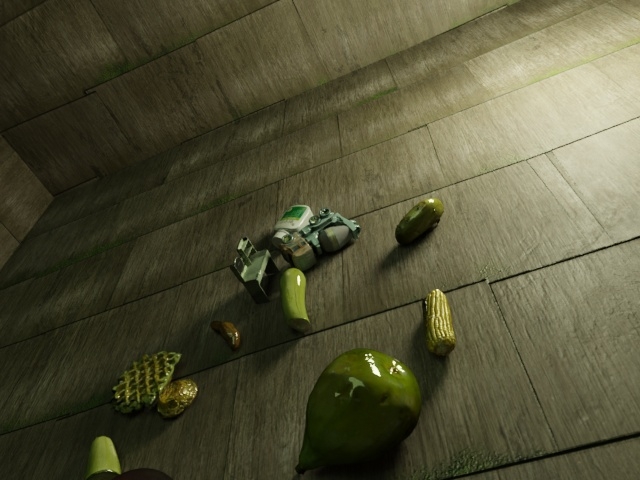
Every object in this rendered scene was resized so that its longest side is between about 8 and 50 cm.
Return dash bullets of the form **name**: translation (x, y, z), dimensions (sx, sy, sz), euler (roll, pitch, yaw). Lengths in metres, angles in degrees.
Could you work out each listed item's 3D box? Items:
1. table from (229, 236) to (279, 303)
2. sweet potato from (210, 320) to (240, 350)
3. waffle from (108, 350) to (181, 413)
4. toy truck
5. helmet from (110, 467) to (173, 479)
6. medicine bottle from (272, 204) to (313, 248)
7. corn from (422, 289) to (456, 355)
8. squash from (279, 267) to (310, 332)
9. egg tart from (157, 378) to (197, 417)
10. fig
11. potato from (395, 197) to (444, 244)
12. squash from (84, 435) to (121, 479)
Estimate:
- **table**: translation (-0.210, 0.093, 1.752), dimensions (0.062, 0.175, 0.146), euler (-14, 35, 21)
- **sweet potato**: translation (-0.292, 0.279, 1.670), dimensions (0.053, 0.054, 0.182), euler (-32, 29, -23)
- **waffle**: translation (-0.535, 0.430, 1.636), dimensions (0.204, 0.054, 0.223), euler (-8, 36, 28)
- **toy truck**: translation (0.000, 0.000, 1.799), dimensions (0.256, 0.108, 0.140), euler (-34, 46, -15)
- **helmet**: translation (-0.408, 0.611, 1.194), dimensions (0.216, 0.193, 0.189), euler (-11, 21, -32)
- **medicine bottle**: translation (-0.107, -0.049, 1.974), dimensions (0.119, 0.069, 0.183), euler (2, 44, 34)
- **corn**: translation (0.292, 0.200, 1.339), dimensions (0.072, 0.072, 0.203), euler (-17, 33, 17)
- **squash**: translation (-0.079, 0.175, 1.635), dimensions (0.083, 0.083, 0.250), euler (-22, 35, 9)
- **egg tart**: translation (-0.412, 0.442, 1.532), dimensions (0.130, 0.052, 0.130), euler (-19, 31, 12)
- **fig**: translation (0.080, 0.389, 1.144), dimensions (0.233, 0.233, 0.314), euler (14, 79, 46)
- **potato**: translation (0.303, -0.063, 1.670), dimensions (0.188, 0.105, 0.085), euler (-44, 52, -3)
- **squash**: translation (-0.589, 0.587, 1.443), dimensions (0.094, 0.094, 0.224), euler (-36, 27, -12)
